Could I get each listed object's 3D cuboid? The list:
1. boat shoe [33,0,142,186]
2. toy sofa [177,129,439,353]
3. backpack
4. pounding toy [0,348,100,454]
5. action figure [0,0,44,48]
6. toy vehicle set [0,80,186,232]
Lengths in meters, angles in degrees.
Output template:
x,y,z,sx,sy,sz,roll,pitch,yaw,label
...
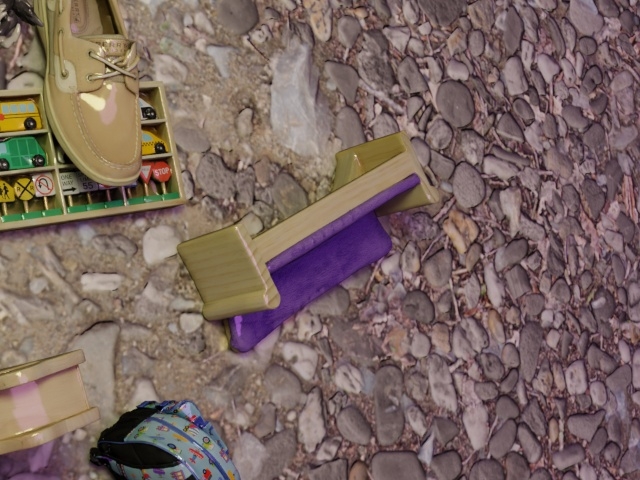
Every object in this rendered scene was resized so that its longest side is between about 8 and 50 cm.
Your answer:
x,y,z,sx,sy,sz,roll,pitch,yaw,label
-0.271,-0.211,1.323,0.109,0.098,0.302,-1,66,-37,boat shoe
0.000,0.000,1.518,0.362,0.150,0.177,-32,100,-39,toy sofa
-0.166,0.269,1.311,0.117,0.173,0.158,-43,108,-36,backpack
-0.361,0.218,1.161,0.154,0.270,0.154,-21,96,-80,pounding toy
-0.413,-0.264,1.239,0.164,0.141,0.275,41,59,-12,action figure
-0.300,-0.107,1.366,0.267,0.035,0.166,-11,88,-40,toy vehicle set
